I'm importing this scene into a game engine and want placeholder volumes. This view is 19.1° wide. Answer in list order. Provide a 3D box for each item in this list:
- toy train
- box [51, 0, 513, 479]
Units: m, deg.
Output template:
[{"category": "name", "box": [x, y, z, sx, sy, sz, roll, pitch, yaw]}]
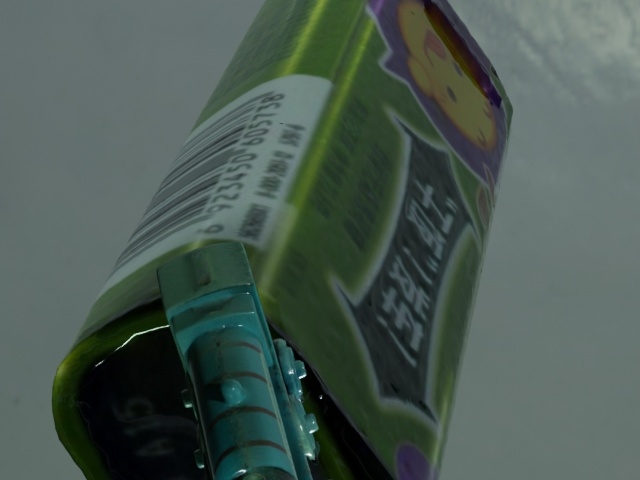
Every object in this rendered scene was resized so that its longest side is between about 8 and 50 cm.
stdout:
[{"category": "toy train", "box": [-0.013, 0.041, 0.383, 0.029, 0.092, 0.045, -17, 127, -1]}, {"category": "box", "box": [0.000, 0.000, 0.730, 0.097, 0.345, 0.134, -29, 109, 23]}]
